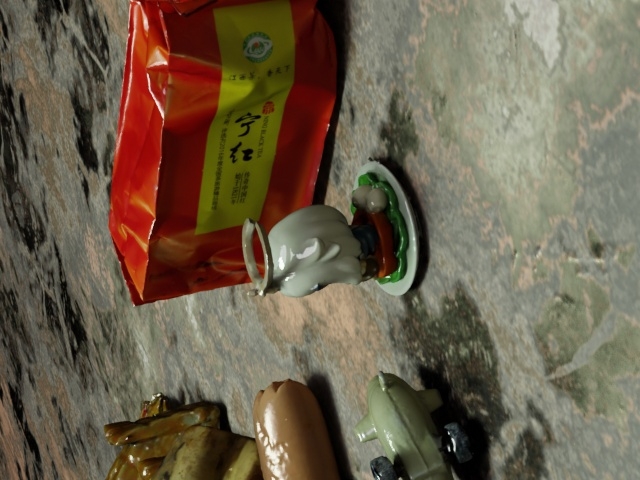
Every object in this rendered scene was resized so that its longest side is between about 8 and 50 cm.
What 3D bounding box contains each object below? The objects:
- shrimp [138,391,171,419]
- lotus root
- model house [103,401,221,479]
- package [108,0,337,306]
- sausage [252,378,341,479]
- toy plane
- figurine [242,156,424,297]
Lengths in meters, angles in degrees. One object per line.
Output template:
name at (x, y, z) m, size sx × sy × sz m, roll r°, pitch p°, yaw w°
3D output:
shrimp at (-0.248, 0.296, 2.270) m, size 0.294 × 0.062 × 0.154 m, roll 110°, pitch 146°, yaw -56°
lotus root at (-0.127, 0.350, 1.740) m, size 0.193 × 0.193 × 0.291 m, roll 140°, pitch 146°, yaw -65°
model house at (-0.200, 0.314, 2.000) m, size 0.229 × 0.220 × 0.199 m, roll -64°, pitch 2°, yaw -13°
package at (-0.096, -0.111, 1.507) m, size 0.423 × 0.196 × 0.123 m, roll 102°, pitch 148°, yaw -43°
sausage at (-0.013, 0.294, 1.674) m, size 0.086 × 0.086 × 0.289 m, roll -17°, pitch 88°, yaw 68°
toy plane at (0.110, 0.238, 1.362) m, size 0.286 × 0.092 × 0.108 m, roll 61°, pitch 174°, yaw 35°
figurine at (0.000, 0.000, 1.390) m, size 0.132 × 0.154 × 0.132 m, roll 167°, pitch 90°, yaw -67°
